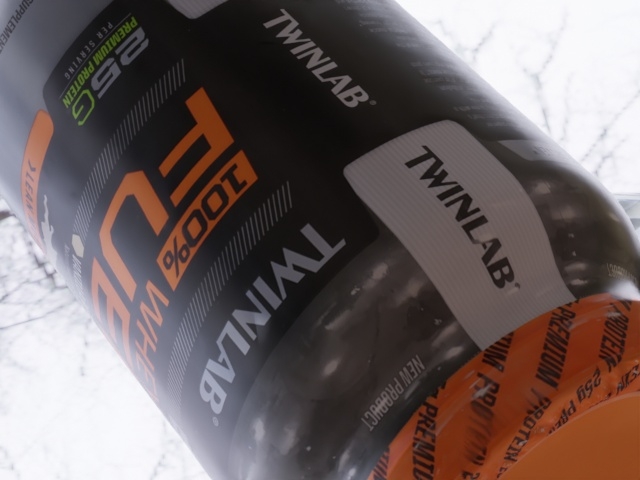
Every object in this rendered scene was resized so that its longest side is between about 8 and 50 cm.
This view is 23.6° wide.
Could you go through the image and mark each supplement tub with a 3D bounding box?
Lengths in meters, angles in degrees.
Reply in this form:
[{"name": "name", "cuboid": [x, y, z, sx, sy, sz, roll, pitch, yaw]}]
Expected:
[{"name": "supplement tub", "cuboid": [0.000, 0.000, 0.387, 0.117, 0.117, 0.190, -6, -139, -40]}]

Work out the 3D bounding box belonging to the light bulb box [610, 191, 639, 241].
[{"name": "light bulb box", "cuboid": [0.221, 0.181, 0.672, 0.225, 0.361, 0.358, -37, -65, -34]}]
